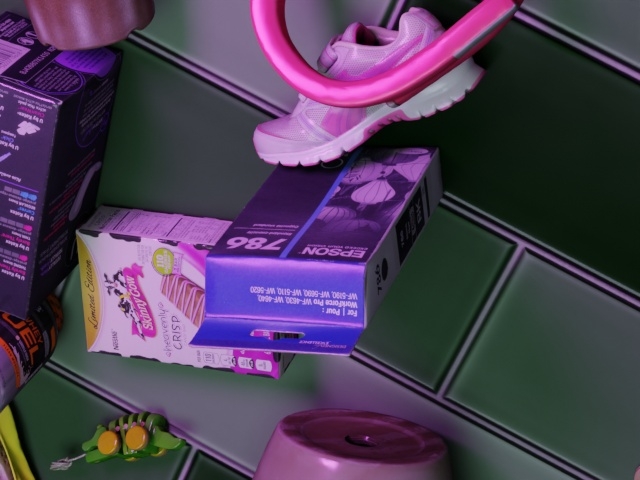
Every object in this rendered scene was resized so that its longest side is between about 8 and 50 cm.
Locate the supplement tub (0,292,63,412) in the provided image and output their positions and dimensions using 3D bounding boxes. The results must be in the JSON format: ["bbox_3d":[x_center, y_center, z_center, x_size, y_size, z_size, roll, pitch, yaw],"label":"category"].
[{"bbox_3d":[-0.373,0.121,1.996,0.117,0.190,0.117,8,118,16],"label":"supplement tub"}]

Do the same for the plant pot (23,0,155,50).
[{"bbox_3d":[-0.242,-0.290,1.771,0.167,0.167,0.165,0,123,20],"label":"plant pot"}]

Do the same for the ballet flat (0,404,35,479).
[{"bbox_3d":[-0.403,0.253,2.138,0.077,0.077,0.231,-11,111,25],"label":"ballet flat"}]

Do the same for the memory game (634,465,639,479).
[{"bbox_3d":[0.416,0.304,1.904,0.186,0.012,0.186,8,117,16],"label":"memory game"}]

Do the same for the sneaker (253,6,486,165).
[{"bbox_3d":[0.035,-0.158,1.770,0.252,0.103,0.111,-24,101,22],"label":"sneaker"}]

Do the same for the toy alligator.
[{"bbox_3d":[-0.242,0.234,2.090,0.190,0.056,0.051,-12,68,26],"label":"toy alligator"}]

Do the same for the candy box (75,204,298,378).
[{"bbox_3d":[-0.146,0.056,1.951,0.234,0.071,0.159,7,118,18],"label":"candy box"}]

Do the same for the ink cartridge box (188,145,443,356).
[{"bbox_3d":[0.000,0.000,1.716,0.165,0.332,0.065,2,119,18],"label":"ink cartridge box"}]

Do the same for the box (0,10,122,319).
[{"bbox_3d":[-0.326,-0.081,1.892,0.143,0.165,0.270,19,120,9],"label":"box"}]

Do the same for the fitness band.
[{"bbox_3d":[0.071,-0.252,1.672,0.291,0.054,0.209,-36,80,11],"label":"fitness band"}]

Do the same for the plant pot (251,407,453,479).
[{"bbox_3d":[0.025,0.343,1.921,0.323,0.323,0.280,10,102,15],"label":"plant pot"}]
